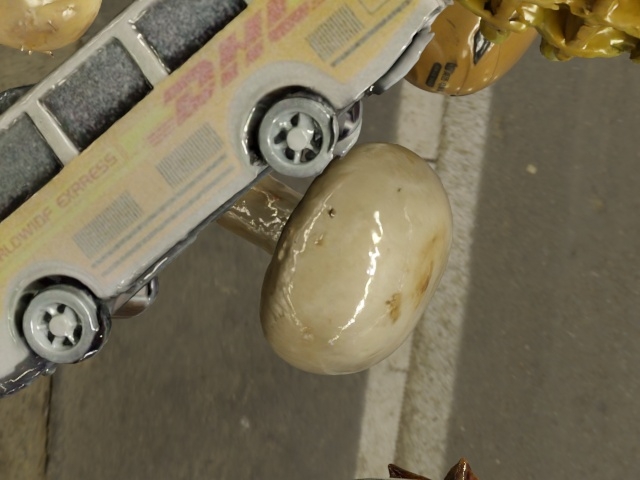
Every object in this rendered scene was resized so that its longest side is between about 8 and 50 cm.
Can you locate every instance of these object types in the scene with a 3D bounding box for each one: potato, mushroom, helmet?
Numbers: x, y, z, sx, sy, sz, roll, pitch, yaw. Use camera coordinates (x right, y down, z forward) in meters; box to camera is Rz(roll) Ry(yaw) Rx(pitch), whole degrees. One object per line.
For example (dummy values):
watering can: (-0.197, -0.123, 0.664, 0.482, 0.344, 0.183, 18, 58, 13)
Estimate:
potato: (-0.283, -0.280, 1.099, 0.161, 0.128, 0.235, -32, 123, 16)
mushroom: (0.000, 0.000, 1.042, 0.215, 0.207, 0.207, 30, 96, 21)
helmet: (0.171, -0.241, 1.369, 0.130, 0.224, 0.198, 46, 67, -3)

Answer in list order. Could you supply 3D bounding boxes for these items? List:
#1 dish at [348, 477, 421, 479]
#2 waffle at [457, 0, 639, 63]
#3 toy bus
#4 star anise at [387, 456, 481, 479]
dish: (0.079, 0.261, 0.550, 0.324, 0.124, 0.324, 16, 64, -36)
waffle: (0.181, -0.237, 0.827, 0.379, 0.382, 0.095, 35, 69, -38)
toy bus: (-0.090, -0.049, 0.645, 0.342, 0.097, 0.138, -36, 95, 15)
star anise: (0.145, 0.309, 1.273, 0.111, 0.212, 0.196, -26, 104, -5)
